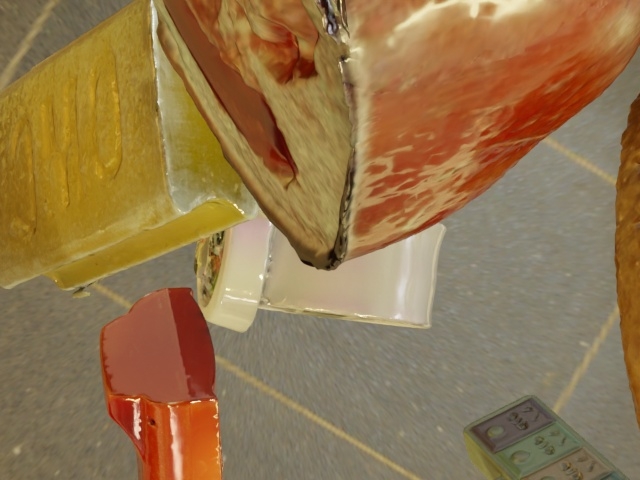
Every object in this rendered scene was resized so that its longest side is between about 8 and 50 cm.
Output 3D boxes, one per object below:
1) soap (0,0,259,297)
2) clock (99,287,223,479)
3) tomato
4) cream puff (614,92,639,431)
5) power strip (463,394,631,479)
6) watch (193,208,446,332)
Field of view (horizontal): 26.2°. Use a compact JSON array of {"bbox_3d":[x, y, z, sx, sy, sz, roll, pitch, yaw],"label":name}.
[{"bbox_3d":[-0.158,-0.065,1.038,0.089,0.274,0.173,3,75,-38],"label":"soap"},{"bbox_3d":[-0.087,0.122,0.781,0.061,0.113,0.155,-7,120,-9],"label":"clock"},{"bbox_3d":[0.027,-0.105,0.425,0.155,0.214,0.180,-24,79,-13],"label":"tomato"},{"bbox_3d":[0.268,0.034,0.718,0.212,0.303,0.303,-7,90,22],"label":"cream puff"},{"bbox_3d":[0.193,0.235,1.266,0.145,0.216,0.061,-23,118,-13],"label":"power strip"},{"bbox_3d":[0.000,0.000,1.354,0.231,0.244,0.196,7,87,-12],"label":"watch"}]
